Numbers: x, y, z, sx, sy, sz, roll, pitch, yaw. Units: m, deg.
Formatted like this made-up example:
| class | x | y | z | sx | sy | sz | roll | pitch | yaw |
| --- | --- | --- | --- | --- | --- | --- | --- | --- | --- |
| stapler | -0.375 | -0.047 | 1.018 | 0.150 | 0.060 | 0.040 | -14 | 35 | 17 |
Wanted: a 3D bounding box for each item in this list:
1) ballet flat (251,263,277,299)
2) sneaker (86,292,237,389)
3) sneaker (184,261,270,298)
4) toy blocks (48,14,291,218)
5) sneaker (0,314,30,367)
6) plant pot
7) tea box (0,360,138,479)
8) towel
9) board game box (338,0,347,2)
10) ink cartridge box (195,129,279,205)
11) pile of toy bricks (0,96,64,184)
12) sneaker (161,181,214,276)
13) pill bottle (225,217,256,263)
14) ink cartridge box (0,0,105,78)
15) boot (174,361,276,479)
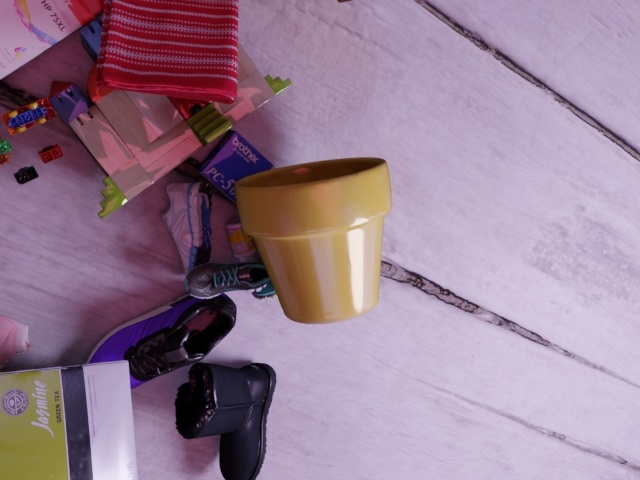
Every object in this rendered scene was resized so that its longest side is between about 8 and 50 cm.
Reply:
| class | x | y | z | sx | sy | sz | roll | pitch | yaw |
| --- | --- | --- | --- | --- | --- | --- | --- | --- | --- |
| ballet flat | -0.028 | 0.029 | 1.302 | 0.241 | 0.091 | 0.077 | -46 | 148 | -3 |
| sneaker | -0.270 | 0.181 | 1.191 | 0.293 | 0.146 | 0.102 | -34 | 113 | -13 |
| sneaker | -0.151 | 0.061 | 1.195 | 0.166 | 0.076 | 0.065 | -8 | 82 | -35 |
| toy blocks | -0.268 | -0.250 | 1.095 | 0.381 | 0.191 | 0.261 | -38 | 102 | -12 |
| sneaker | -0.520 | 0.191 | 1.137 | 0.070 | 0.051 | 0.134 | 19 | 90 | -21 |
| plant pot | 0.000 | 0.000 | 1.153 | 0.254 | 0.254 | 0.239 | -13 | 105 | -20 |
| tea box | -0.457 | 0.361 | 1.003 | 0.324 | 0.220 | 0.329 | 4 | 74 | -45 |
| towel | -0.219 | -0.327 | 1.030 | 0.199 | 0.031 | 0.274 | 4 | 65 | -15 |
| board game box | 0.050 | -0.530 | 1.154 | 0.042 | 0.165 | 0.243 | -23 | 111 | -17 |
| ink cartridge box | -0.114 | -0.095 | 1.250 | 0.207 | 0.046 | 0.097 | 41 | 83 | -25 |
| pile of toy bricks | -0.496 | -0.136 | 1.041 | 0.212 | 0.105 | 0.118 | -28 | 114 | -18 |
| sneaker | -0.235 | -0.019 | 1.213 | 0.083 | 0.071 | 0.190 | 11 | 116 | 15 |
| pill bottle | -0.142 | 0.003 | 1.262 | 0.043 | 0.043 | 0.083 | -20 | 110 | -18 |
| ink cartridge box | -0.436 | -0.351 | 1.033 | 0.231 | 0.078 | 0.134 | -39 | 114 | -11 |
| boot | -0.183 | 0.336 | 1.248 | 0.207 | 0.094 | 0.246 | 11 | 92 | -57 |
